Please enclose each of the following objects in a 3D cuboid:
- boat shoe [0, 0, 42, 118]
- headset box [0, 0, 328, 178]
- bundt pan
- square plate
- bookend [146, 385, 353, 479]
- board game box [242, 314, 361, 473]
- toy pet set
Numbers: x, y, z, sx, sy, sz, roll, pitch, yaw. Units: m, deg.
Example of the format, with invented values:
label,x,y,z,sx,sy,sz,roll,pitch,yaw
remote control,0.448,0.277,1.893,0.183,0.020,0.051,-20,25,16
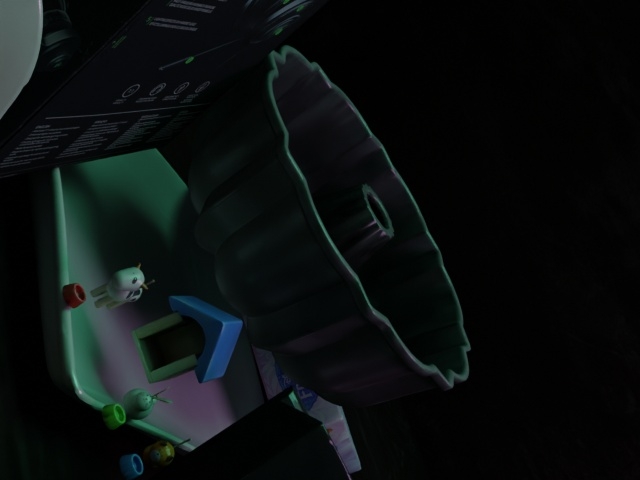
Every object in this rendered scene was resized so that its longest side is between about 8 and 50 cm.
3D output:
label,x,y,z,sx,sy,sz,roll,pitch,yaw
boat shoe,-0.180,-0.069,0.388,0.066,0.184,0.063,0,42,-33
headset box,-0.101,-0.180,0.521,0.131,0.283,0.246,54,23,1
bundt pan,0.000,0.000,0.727,0.331,0.124,0.331,52,21,-29
square plate,-0.146,0.036,0.694,0.344,0.049,0.347,56,12,-55
bookend,-0.035,0.164,0.451,0.156,0.157,0.072,1,-60,64
board game box,-0.041,0.101,0.951,0.319,0.066,0.318,75,-5,-65
toy pet set,-0.092,0.074,0.522,0.114,0.065,0.122,18,50,-77
